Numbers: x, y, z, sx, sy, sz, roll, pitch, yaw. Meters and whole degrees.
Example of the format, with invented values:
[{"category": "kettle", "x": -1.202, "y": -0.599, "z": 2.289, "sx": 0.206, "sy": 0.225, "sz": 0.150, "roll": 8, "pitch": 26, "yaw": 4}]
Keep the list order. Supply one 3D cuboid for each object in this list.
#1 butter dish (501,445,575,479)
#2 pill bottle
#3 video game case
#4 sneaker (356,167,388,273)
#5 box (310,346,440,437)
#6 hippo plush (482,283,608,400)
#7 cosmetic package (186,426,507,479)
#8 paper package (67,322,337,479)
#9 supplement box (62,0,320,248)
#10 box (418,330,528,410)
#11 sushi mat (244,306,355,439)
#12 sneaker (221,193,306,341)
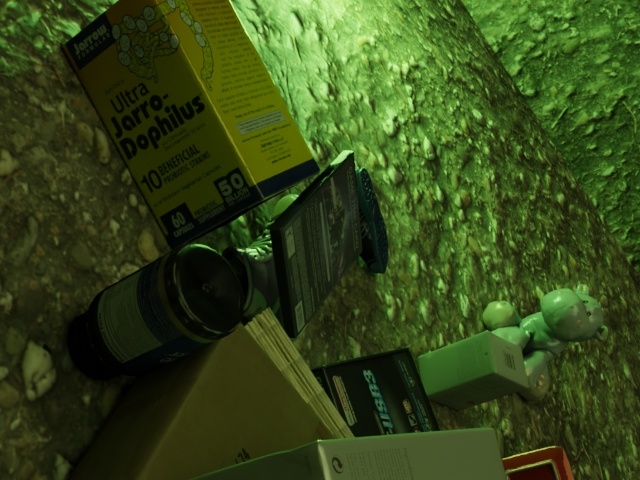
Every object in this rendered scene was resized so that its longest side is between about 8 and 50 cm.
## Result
[{"category": "butter dish", "x": 0.449, "y": 0.521, "z": 1.894, "sx": 0.118, "sy": 0.160, "sz": 0.160, "roll": 49, "pitch": 25, "yaw": -66}, {"category": "pill bottle", "x": -0.212, "y": 0.097, "z": 1.144, "sx": 0.122, "sy": 0.219, "sz": 0.123, "roll": 34, "pitch": 42, "yaw": -38}, {"category": "video game case", "x": 0.000, "y": 0.000, "z": 1.463, "sx": 0.274, "sy": 0.026, "sz": 0.196, "roll": -51, "pitch": 141, "yaw": -51}, {"category": "sneaker", "x": 0.070, "y": -0.035, "z": 1.801, "sx": 0.081, "sy": 0.090, "sz": 0.232, "roll": -59, "pitch": 138, "yaw": -56}, {"category": "box", "x": 0.108, "y": 0.344, "z": 1.575, "sx": 0.293, "sy": 0.073, "sz": 0.296, "roll": 2, "pitch": 65, "yaw": -56}, {"category": "hippo plush", "x": 0.549, "y": 0.233, "z": 2.138, "sx": 0.294, "sy": 0.236, "sz": 0.234, "roll": 22, "pitch": 50, "yaw": -47}, {"category": "cosmetic package", "x": 0.046, "y": 0.317, "z": 1.054, "sx": 0.385, "sy": 0.217, "sz": 0.156, "roll": 13, "pitch": 59, "yaw": -50}, {"category": "paper package", "x": -0.134, "y": 0.319, "z": 1.146, "sx": 0.309, "sy": 0.168, "sz": 0.325, "roll": 53, "pitch": 32, "yaw": -19}, {"category": "supplement box", "x": -0.195, "y": -0.202, "z": 1.416, "sx": 0.357, "sy": 0.194, "sz": 0.195, "roll": 61, "pitch": 31, "yaw": -2}, {"category": "box", "x": 0.302, "y": 0.262, "z": 1.819, "sx": 0.130, "sy": 0.170, "sz": 0.091, "roll": 27, "pitch": 48, "yaw": -44}, {"category": "sushi mat", "x": -0.050, "y": 0.269, "z": 1.379, "sx": 0.151, "sy": 0.019, "sz": 0.317, "roll": -37, "pitch": 99, "yaw": -28}, {"category": "sneaker", "x": -0.085, "y": 0.013, "z": 1.511, "sx": 0.161, "sy": 0.102, "sz": 0.282, "roll": 33, "pitch": 42, "yaw": -35}]
